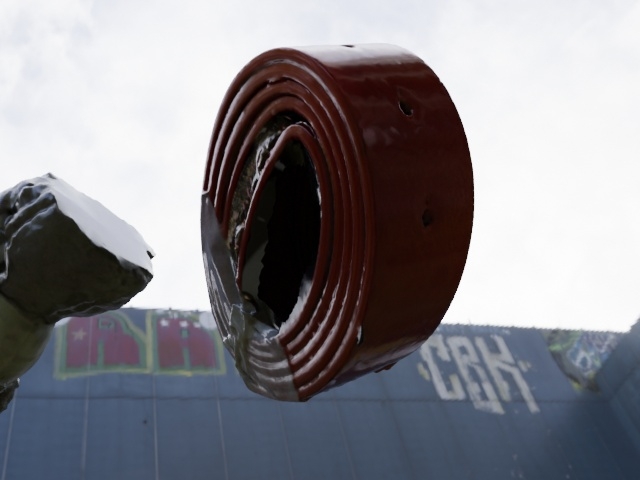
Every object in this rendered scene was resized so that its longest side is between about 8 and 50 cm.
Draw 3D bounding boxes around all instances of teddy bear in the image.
[{"bbox_3d":[-0.286,0.039,0.637,0.251,0.144,0.171,-36,-40,-9],"label":"teddy bear"}]

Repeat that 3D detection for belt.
[{"bbox_3d":[0.000,0.000,0.601,0.115,0.227,0.323,-14,-50,-36],"label":"belt"}]
